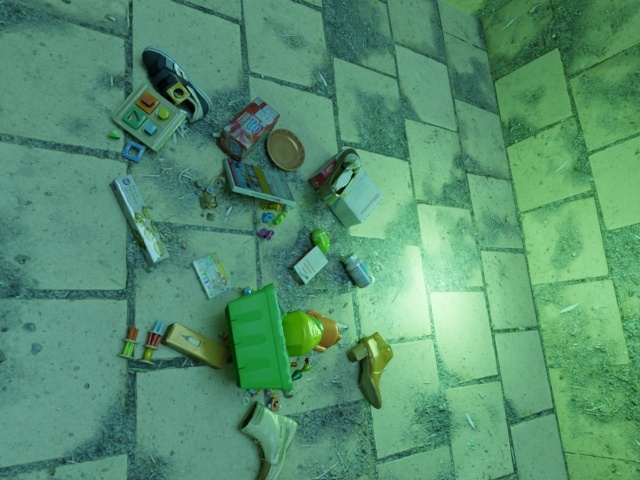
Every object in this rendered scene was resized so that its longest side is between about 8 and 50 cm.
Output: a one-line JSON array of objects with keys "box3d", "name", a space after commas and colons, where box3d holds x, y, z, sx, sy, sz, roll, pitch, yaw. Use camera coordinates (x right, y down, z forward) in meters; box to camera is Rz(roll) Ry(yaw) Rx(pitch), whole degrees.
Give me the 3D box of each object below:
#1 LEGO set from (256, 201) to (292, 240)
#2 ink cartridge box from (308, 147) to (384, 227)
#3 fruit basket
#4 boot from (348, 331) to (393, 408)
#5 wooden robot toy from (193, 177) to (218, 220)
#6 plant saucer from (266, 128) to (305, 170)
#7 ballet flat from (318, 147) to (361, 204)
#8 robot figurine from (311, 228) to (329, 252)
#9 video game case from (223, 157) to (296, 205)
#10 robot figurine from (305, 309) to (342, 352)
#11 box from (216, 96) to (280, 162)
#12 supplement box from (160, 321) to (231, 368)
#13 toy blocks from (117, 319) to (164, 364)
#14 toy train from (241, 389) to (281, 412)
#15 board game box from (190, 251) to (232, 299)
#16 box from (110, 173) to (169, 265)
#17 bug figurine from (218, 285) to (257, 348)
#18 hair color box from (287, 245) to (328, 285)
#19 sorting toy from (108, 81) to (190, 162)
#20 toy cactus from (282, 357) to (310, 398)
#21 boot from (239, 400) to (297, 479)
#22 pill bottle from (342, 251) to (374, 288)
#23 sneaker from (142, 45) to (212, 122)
[{"box3d": [-0.212, -0.111, 1.994, 0.227, 0.093, 0.087, -59, 143, -38], "name": "LEGO set"}, {"box3d": [0.123, -0.245, 2.243, 0.306, 0.131, 0.226, 53, 54, -13], "name": "ink cartridge box"}, {"box3d": [-0.139, 0.346, 1.706, 0.392, 0.283, 0.391, 4, 73, -14], "name": "fruit basket"}, {"box3d": [0.260, 0.572, 2.121, 0.211, 0.104, 0.295, -21, 85, -38], "name": "boot"}, {"box3d": [-0.430, -0.165, 1.842, 0.076, 0.079, 0.173, -13, 85, -38], "name": "wooden robot toy"}, {"box3d": [-0.160, -0.405, 2.140, 0.200, 0.037, 0.199, 11, 71, -34], "name": "plant saucer"}, {"box3d": [0.108, -0.297, 2.090, 0.116, 0.124, 0.342, 46, 58, -15], "name": "ballet flat"}, {"box3d": [0.000, 0.000, 2.119, 0.101, 0.067, 0.115, -17, 86, -66], "name": "robot figurine"}, {"box3d": [-0.251, -0.242, 1.967, 0.285, 0.025, 0.204, 12, 37, -34], "name": "video game case"}, {"box3d": [-0.017, 0.373, 1.958, 0.220, 0.128, 0.158, 21, 78, -30], "name": "robot figurine"}, {"box3d": [-0.299, -0.463, 1.986, 0.128, 0.122, 0.256, 39, 56, -6], "name": "box"}, {"box3d": [-0.438, 0.375, 1.679, 0.233, 0.080, 0.078, 36, 58, -25], "name": "supplement box"}, {"box3d": [-0.594, 0.328, 1.591, 0.123, 0.054, 0.148, 26, 62, -29], "name": "toy blocks"}, {"box3d": [-0.210, 0.590, 1.803, 0.166, 0.046, 0.125, 24, 63, -30], "name": "toy train"}, {"box3d": [-0.412, 0.134, 1.801, 0.103, 0.026, 0.154, -26, 93, -38], "name": "board game box"}, {"box3d": [-0.635, -0.070, 1.672, 0.067, 0.063, 0.323, -25, 92, -40], "name": "box"}, {"box3d": [-0.260, 0.317, 1.831, 0.216, 0.072, 0.278, 33, 59, -25], "name": "bug figurine"}, {"box3d": [-0.053, 0.107, 2.058, 0.167, 0.053, 0.093, -43, 104, -38], "name": "hair color box"}, {"box3d": [-0.621, -0.453, 1.729, 0.196, 0.047, 0.347, 38, 79, -13], "name": "sorting toy"}, {"box3d": [-0.129, 0.511, 1.826, 0.219, 0.112, 0.180, 13, 40, -28], "name": "toy cactus"}, {"box3d": [-0.216, 0.741, 1.724, 0.203, 0.095, 0.261, 37, 60, -20], "name": "boot"}, {"box3d": [0.173, 0.137, 2.195, 0.087, 0.087, 0.160, -42, 103, -37], "name": "pill bottle"}, {"box3d": [-0.570, -0.598, 1.836, 0.321, 0.126, 0.127, 43, 50, -21], "name": "sneaker"}]
